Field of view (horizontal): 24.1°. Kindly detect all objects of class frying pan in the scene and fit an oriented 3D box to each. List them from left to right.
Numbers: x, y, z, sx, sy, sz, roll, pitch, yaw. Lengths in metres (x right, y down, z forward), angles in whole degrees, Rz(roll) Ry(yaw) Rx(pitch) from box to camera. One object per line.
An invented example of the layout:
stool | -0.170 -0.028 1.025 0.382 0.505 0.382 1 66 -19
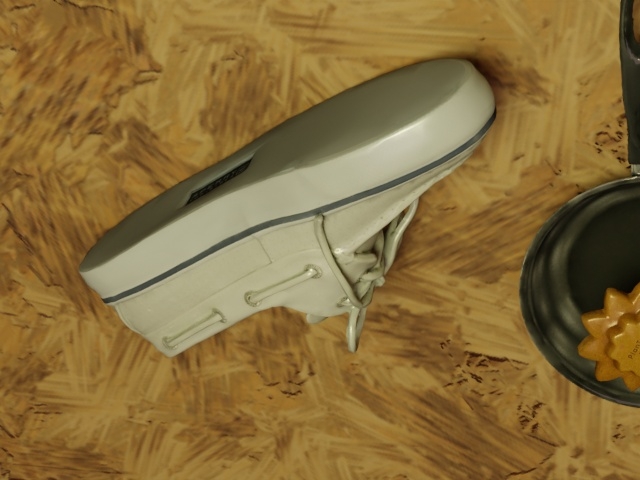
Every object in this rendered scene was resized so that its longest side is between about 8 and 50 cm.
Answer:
frying pan | 0.210 -0.016 1.060 0.197 0.053 0.326 -23 111 25

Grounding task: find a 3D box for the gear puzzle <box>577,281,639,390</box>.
gear puzzle | 0.334 0.020 1.010 0.339 0.044 0.175 -19 115 11

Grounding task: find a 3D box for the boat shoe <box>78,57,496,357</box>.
boat shoe | -0.004 0.005 1.084 0.367 0.136 0.156 -26 111 31
